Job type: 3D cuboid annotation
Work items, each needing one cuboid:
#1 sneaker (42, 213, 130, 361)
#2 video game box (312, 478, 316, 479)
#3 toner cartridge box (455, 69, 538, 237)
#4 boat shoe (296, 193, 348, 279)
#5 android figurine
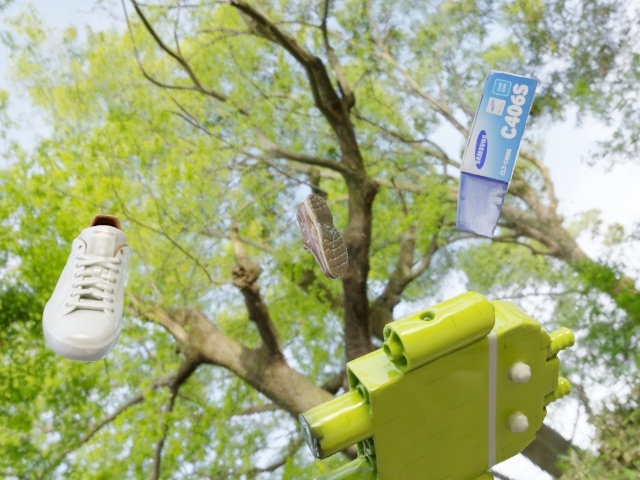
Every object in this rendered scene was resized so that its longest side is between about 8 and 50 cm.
[{"bbox_3d":[-0.332,0.052,1.027,0.105,0.290,0.123,8,-64,-17],"label":"sneaker"},{"bbox_3d":[-0.042,0.579,1.325,0.187,0.205,0.048,-27,-2,-2],"label":"video game box"},{"bbox_3d":[0.281,-0.126,1.178,0.348,0.075,0.165,54,-129,-74],"label":"toner cartridge box"},{"bbox_3d":[0.000,0.000,1.328,0.064,0.178,0.060,10,-40,-43],"label":"boat shoe"},{"bbox_3d":[0.116,0.155,0.648,0.272,0.056,0.248,-17,-58,-19],"label":"android figurine"}]
